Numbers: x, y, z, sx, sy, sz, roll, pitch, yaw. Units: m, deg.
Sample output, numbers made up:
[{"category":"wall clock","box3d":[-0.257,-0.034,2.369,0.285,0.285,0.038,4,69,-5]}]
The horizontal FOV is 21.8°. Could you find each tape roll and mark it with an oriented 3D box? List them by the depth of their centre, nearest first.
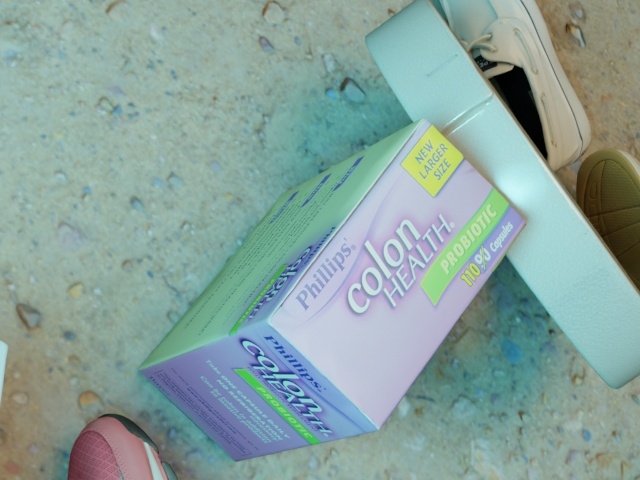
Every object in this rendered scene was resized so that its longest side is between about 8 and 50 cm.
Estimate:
[{"category":"tape roll","box3d":[0.177,-0.044,1.474,0.392,0.072,0.392,52,9,-12]}]

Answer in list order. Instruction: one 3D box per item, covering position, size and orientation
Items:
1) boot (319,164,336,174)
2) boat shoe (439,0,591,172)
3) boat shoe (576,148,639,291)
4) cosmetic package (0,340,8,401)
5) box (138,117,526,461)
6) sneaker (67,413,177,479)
[{"category":"boot","box3d":[0.000,0.000,1.471,0.084,0.059,0.158,11,62,-29]},{"category":"boat shoe","box3d":[0.186,-0.185,1.689,0.084,0.095,0.258,-32,88,-48]},{"category":"boat shoe","box3d":[0.356,0.024,1.721,0.096,0.098,0.277,-31,98,-44]},{"category":"cosmetic package","box3d":[-0.301,0.259,0.936,0.097,0.284,0.377,20,57,-30]},{"category":"box","box3d":[0.005,0.046,1.291,0.117,0.243,0.213,44,61,-11]},{"category":"sneaker","box3d":[-0.179,0.259,1.151,0.136,0.116,0.314,18,57,-29]}]
